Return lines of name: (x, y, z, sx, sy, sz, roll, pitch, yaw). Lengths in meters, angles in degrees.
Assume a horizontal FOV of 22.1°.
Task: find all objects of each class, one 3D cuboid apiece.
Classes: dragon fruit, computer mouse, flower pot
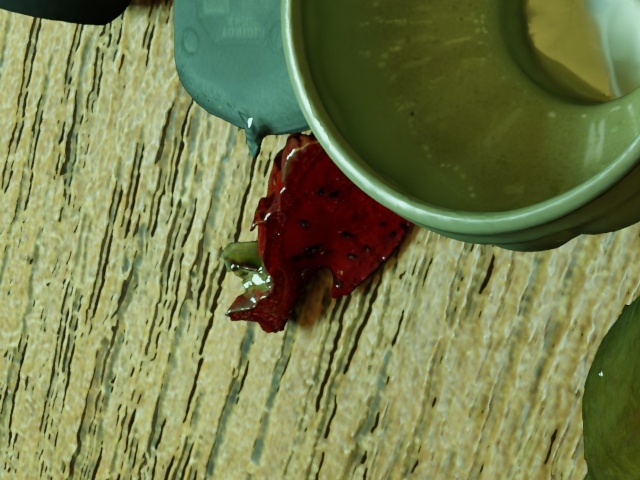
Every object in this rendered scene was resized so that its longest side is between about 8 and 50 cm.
dragon fruit: (-0.005, -0.012, 1.267, 0.192, 0.123, 0.092, -62, 23, 27)
computer mouse: (-0.021, -0.245, 1.201, 0.188, 0.122, 0.370, 8, 98, 46)
flower pot: (0.153, -0.150, 1.021, 0.308, 0.244, 0.307, 3, 96, 33)

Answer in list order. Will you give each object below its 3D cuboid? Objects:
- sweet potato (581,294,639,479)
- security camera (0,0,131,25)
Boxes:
sweet potato: (0.254, 0.071, 1.016, 0.158, 0.158, 0.369, 44, 146, 23)
security camera: (-0.214, -0.324, 1.293, 0.191, 0.197, 0.277, 16, 102, 4)
